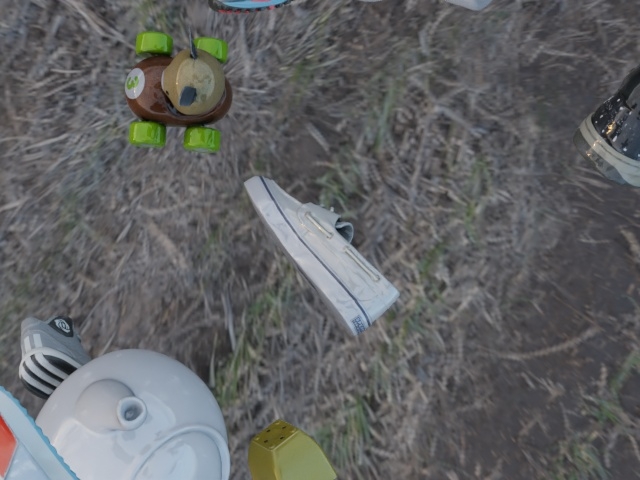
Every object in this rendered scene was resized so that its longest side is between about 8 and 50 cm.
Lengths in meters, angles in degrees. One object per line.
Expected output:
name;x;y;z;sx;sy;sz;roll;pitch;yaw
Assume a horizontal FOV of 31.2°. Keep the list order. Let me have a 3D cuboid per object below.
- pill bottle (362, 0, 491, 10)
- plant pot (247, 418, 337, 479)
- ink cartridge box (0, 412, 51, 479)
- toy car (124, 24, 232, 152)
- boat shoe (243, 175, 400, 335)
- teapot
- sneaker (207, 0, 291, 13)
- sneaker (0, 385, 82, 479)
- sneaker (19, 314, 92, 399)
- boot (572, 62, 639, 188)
pill bottle;-0.004;-0.301;0.897;0.334;0.188;0.188;23;95;15
plant pot;-0.043;0.274;1.435;0.081;0.081;0.083;-34;119;-26
ink cartridge box;-0.203;0.073;0.556;0.066;0.232;0.189;-43;59;-17
toy car;-0.186;-0.210;1.520;0.149;0.188;0.155;4;85;-8
boat shoe;0.000;0.000;1.441;0.088;0.267;0.096;-36;143;-7
teapot;-0.191;0.259;1.292;0.256;0.187;0.252;4;107;-49
sneaker;-0.060;-0.413;1.662;0.262;0.104;0.125;-29;112;-22
sneaker;-0.195;0.201;0.778;0.229;0.087;0.092;50;61;-8
sneaker;-0.299;0.164;1.459;0.086;0.132;0.229;-33;135;6
boot;0.306;-0.130;0.829;0.236;0.085;0.178;-13;143;-38
